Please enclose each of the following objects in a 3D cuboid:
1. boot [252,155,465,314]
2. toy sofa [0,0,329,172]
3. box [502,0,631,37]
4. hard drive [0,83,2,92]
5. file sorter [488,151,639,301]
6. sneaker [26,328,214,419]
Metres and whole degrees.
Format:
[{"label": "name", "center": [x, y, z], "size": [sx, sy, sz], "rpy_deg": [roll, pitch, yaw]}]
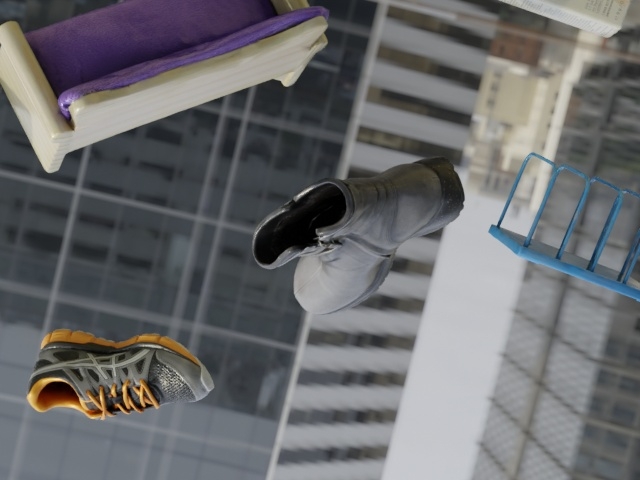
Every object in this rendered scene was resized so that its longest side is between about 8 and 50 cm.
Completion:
[{"label": "boot", "center": [0.000, 0.000, 1.813], "size": [0.223, 0.118, 0.338], "rpy_deg": [-11, 155, -39]}, {"label": "toy sofa", "center": [-0.179, -0.227, 1.700], "size": [0.362, 0.150, 0.177], "rpy_deg": [-23, 168, -25]}, {"label": "box", "center": [0.310, -0.412, 2.186], "size": [0.311, 0.121, 0.148], "rpy_deg": [20, -176, 1]}, {"label": "hard drive", "center": [-0.475, -0.115, 1.740], "size": [0.172, 0.254, 0.054], "rpy_deg": [-5, 140, 39]}, {"label": "file sorter", "center": [0.289, -0.015, 1.585], "size": [0.170, 0.104, 0.118], "rpy_deg": [20, -172, -12]}, {"label": "sneaker", "center": [-0.208, 0.148, 1.519], "size": [0.215, 0.083, 0.084], "rpy_deg": [0, 133, 28]}]
